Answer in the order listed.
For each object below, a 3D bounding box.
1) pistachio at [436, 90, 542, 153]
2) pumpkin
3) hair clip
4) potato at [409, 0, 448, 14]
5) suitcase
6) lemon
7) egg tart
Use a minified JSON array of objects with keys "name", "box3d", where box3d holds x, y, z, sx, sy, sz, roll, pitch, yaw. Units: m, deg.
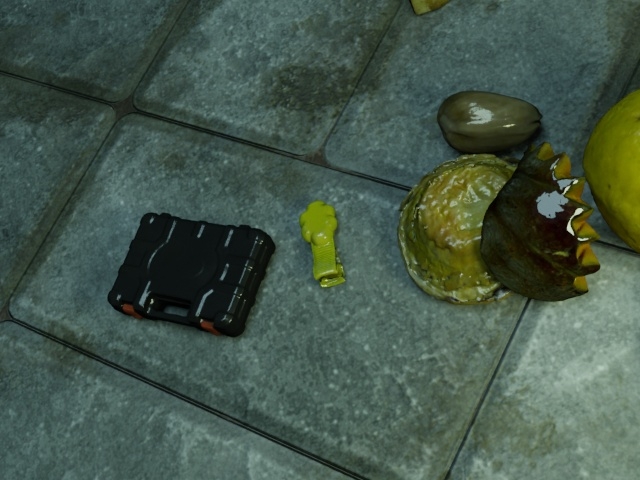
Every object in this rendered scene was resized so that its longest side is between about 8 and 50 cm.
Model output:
[{"name":"pistachio","box3d":[0.290,-0.205,1.933,0.185,0.126,0.108,6,108,24]},{"name":"pumpkin","box3d":[0.328,-0.017,1.704,0.149,0.130,0.254,-17,92,-12]},{"name":"hair clip","box3d":[0.000,0.000,1.985,0.072,0.046,0.173,-16,56,12]},{"name":"potato","box3d":[0.214,-0.500,2.151,0.103,0.066,0.096,-18,60,13]},{"name":"suitcase","box3d":[-0.239,0.058,2.051,0.285,0.066,0.206,9,68,29]},{"name":"lemon","box3d":[0.525,-0.101,1.666,0.258,0.258,0.310,-39,52,1]},{"name":"egg tart","box3d":[0.252,-0.035,1.845,0.294,0.116,0.295,-11,58,18]}]
